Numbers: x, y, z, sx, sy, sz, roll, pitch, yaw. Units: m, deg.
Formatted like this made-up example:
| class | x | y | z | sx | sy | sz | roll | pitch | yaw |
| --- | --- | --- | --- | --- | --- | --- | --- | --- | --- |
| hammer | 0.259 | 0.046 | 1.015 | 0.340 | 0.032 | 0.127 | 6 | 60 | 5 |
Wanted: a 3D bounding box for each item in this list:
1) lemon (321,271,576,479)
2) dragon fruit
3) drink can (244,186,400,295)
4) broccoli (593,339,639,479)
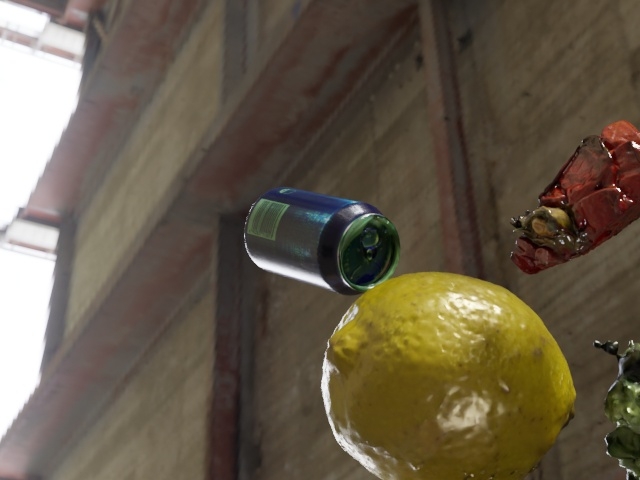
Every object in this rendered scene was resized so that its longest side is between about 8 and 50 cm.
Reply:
| class | x | y | z | sx | sy | sz | roll | pitch | yaw |
| --- | --- | --- | --- | --- | --- | --- | --- | --- | --- |
| lemon | 0.145 | 0.162 | 1.209 | 0.253 | 0.310 | 0.253 | -165 | -90 | -73 |
| dragon fruit | 0.274 | -0.040 | 1.120 | 0.192 | 0.122 | 0.092 | -40 | -108 | -1 |
| drink can | 0.000 | 0.000 | 1.334 | 0.205 | 0.118 | 0.118 | 17 | -89 | 52 |
| broccoli | 0.436 | 0.158 | 1.100 | 0.348 | 0.293 | 0.281 | -76 | 153 | -59 |
